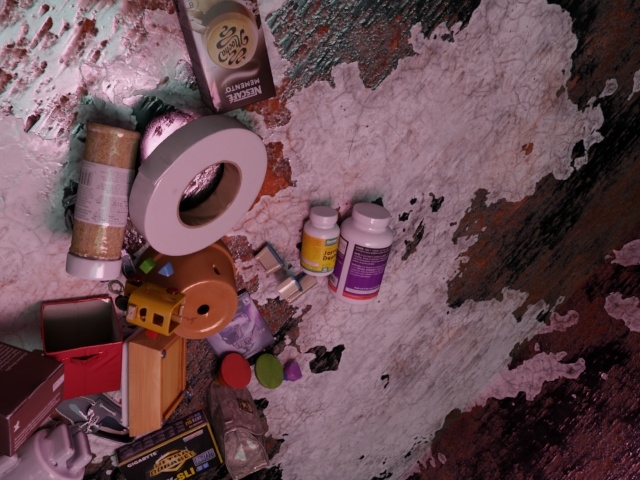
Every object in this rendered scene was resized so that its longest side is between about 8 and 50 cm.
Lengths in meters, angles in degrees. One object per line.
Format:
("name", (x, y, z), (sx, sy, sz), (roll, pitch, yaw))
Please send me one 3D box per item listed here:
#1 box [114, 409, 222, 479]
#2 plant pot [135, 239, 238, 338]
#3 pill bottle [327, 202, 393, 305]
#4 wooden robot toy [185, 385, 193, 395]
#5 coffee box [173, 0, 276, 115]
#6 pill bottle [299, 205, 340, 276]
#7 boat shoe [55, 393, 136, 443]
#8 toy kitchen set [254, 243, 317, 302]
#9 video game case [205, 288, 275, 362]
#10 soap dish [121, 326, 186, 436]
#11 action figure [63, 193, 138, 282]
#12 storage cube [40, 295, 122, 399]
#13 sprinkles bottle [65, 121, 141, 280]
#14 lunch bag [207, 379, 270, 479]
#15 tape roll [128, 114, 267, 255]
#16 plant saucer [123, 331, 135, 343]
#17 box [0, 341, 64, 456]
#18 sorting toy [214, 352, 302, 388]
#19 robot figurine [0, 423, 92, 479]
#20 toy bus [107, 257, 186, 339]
("box", (-0.539, 0.783, 1.857), (0.322, 0.079, 0.257), (-20, 130, -19))
("plant pot", (-0.360, 0.142, 1.466), (0.290, 0.203, 0.291), (-16, 126, -23))
("pill bottle", (0.138, 0.044, 1.719), (0.181, 0.181, 0.323), (-4, 121, -29))
("wooden robot toy", (-0.493, 0.470, 1.706), (0.173, 0.076, 0.079), (17, 74, -38))
("coffee box", (-0.225, -0.470, 1.205), (0.168, 0.119, 0.297), (-24, 129, -16))
("pill bottle", (0.000, 0.000, 1.648), (0.117, 0.117, 0.208), (-7, 121, -27))
("boat shoe", (-0.694, 0.546, 1.593), (0.116, 0.099, 0.319), (-42, 132, 0))
("toy kitchen set", (-0.110, 0.098, 1.685), (0.122, 0.166, 0.207), (-37, 168, -5))
("video game case", (-0.285, 0.306, 1.736), (0.196, 0.026, 0.274), (-31, 130, -11))
("soap dish", (-0.478, 0.386, 1.503), (0.118, 0.229, 0.291), (6, 103, 7))
("action figure", (-0.543, -0.030, 1.316), (0.185, 0.099, 0.285), (-10, 120, -15))
("storage cube", (-0.647, 0.293, 1.387), (0.183, 0.215, 0.193), (-4, 127, -30))
("sprinkles bottle", (-0.506, -0.090, 1.198), (0.121, 0.121, 0.355), (7, 99, -34))
("lunch bag", (-0.296, 0.649, 1.811), (0.169, 0.235, 0.287), (-20, 128, -12))
("tape roll", (-0.299, -0.132, 1.302), (0.392, 0.072, 0.392), (-40, 156, -22))
("plant saucer", (-0.569, 0.336, 1.585), (0.119, 0.021, 0.119), (-15, 125, -22))
("box", (-0.823, 0.329, 1.189), (0.381, 0.191, 0.143), (16, 117, 5))
("sorting toy", (-0.234, 0.484, 1.835), (0.126, 0.127, 0.365), (-33, 149, 34))
("robot figurine", (-0.860, 0.710, 1.530), (0.353, 0.200, 0.300), (-40, 133, -2))
("toy bus", (-0.442, 0.163, 1.284), (0.202, 0.104, 0.191), (-28, 99, 18))
